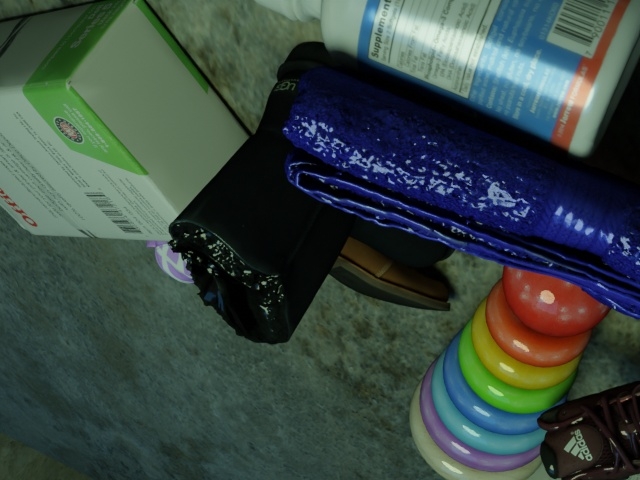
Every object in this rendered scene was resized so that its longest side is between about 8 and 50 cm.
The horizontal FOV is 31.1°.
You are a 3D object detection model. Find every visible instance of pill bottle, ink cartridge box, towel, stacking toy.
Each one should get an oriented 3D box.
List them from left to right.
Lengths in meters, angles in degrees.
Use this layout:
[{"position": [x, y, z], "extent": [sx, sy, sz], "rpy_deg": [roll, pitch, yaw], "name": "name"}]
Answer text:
[{"position": [-0.221, -0.102, 1.056], "extent": [0.272, 0.115, 0.198], "rpy_deg": [3, 142, 43], "name": "ink cartridge box"}, {"position": [0.077, -0.142, 0.671], "extent": [0.221, 0.124, 0.124], "rpy_deg": [25, 153, 14], "name": "pill bottle"}, {"position": [0.168, 0.094, 0.995], "extent": [0.141, 0.141, 0.330], "rpy_deg": [25, 148, 11], "name": "stacking toy"}, {"position": [0.129, -0.022, 0.730], "extent": [0.308, 0.076, 0.227], "rpy_deg": [23, -171, 4], "name": "towel"}]

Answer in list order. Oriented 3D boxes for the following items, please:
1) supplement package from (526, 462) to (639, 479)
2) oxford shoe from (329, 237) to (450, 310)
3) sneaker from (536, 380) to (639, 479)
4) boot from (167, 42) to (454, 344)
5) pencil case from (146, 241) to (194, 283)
[{"position": [0.309, 0.294, 1.101], "extent": [0.262, 0.199, 0.198], "rpy_deg": [-5, 137, 50], "name": "supplement package"}, {"position": [0.043, 0.009, 1.037], "extent": [0.212, 0.076, 0.076], "rpy_deg": [27, 165, -32], "name": "oxford shoe"}, {"position": [0.257, 0.151, 0.885], "extent": [0.162, 0.107, 0.281], "rpy_deg": [-15, 167, -6], "name": "sneaker"}, {"position": [0.000, 0.000, 0.902], "extent": [0.094, 0.207, 0.246], "rpy_deg": [5, 144, 41], "name": "boot"}, {"position": [-0.084, -0.005, 1.112], "extent": [0.088, 0.086, 0.206], "rpy_deg": [6, 168, -34], "name": "pencil case"}]
